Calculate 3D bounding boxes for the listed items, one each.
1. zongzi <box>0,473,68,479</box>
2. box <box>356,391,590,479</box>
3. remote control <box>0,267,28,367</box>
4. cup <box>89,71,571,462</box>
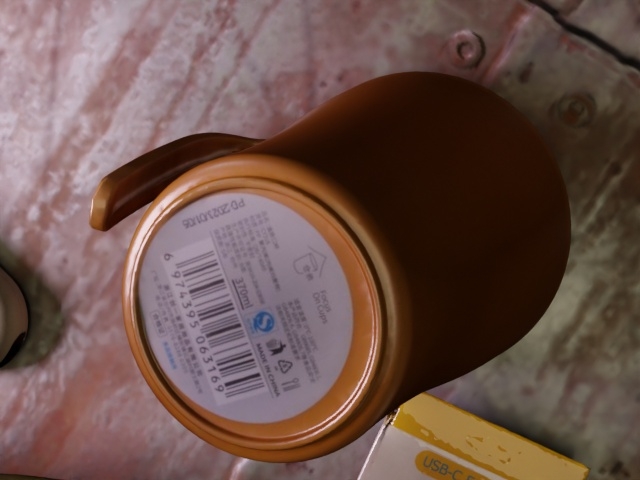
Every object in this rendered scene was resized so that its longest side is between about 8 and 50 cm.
[{"bbox_3d":[-0.329,0.148,0.679,0.360,0.160,0.323,-37,91,11],"label":"zongzi"},{"bbox_3d":[0.060,0.221,0.694,0.129,0.033,0.247,25,99,6],"label":"box"},{"bbox_3d":[-0.281,0.001,0.717,0.221,0.042,0.078,45,99,2],"label":"remote control"},{"bbox_3d":[0.000,0.000,0.576,0.226,0.264,0.182,22,107,17],"label":"cup"}]
